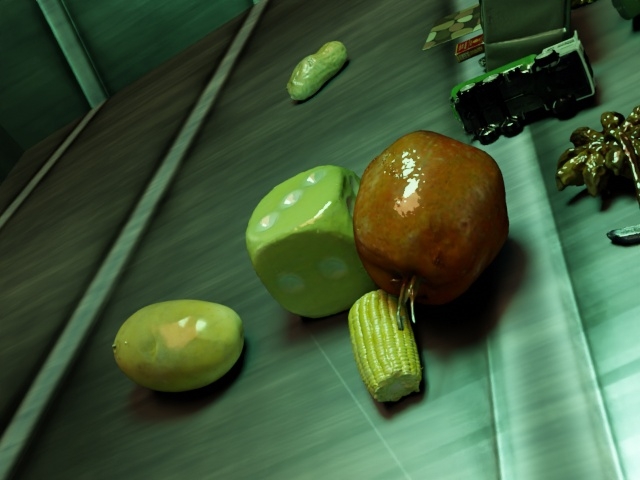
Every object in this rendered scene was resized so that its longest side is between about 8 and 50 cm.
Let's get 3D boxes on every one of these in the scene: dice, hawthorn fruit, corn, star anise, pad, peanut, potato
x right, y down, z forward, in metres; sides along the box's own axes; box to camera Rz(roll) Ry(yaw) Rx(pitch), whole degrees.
[{"bbox_3d":[0.000,0.000,0.982,0.169,0.169,0.166,-22,33,22],"label":"dice"},{"bbox_3d":[0.132,-0.009,0.828,0.211,0.211,0.299,-9,40,37],"label":"hawthorn fruit"},{"bbox_3d":[0.083,0.131,0.824,0.085,0.063,0.165,-9,34,-3],"label":"corn"},{"bbox_3d":[0.408,-0.110,0.831,0.177,0.073,0.234,-41,33,-2],"label":"star anise"},{"bbox_3d":[0.367,-0.537,1.544,0.234,0.003,0.158,-11,38,35],"label":"pad"},{"bbox_3d":[-0.006,-0.464,1.736,0.214,0.100,0.099,-39,30,-17],"label":"peanut"},{"bbox_3d":[-0.230,0.167,1.023,0.233,0.146,0.151,-12,67,33],"label":"potato"}]

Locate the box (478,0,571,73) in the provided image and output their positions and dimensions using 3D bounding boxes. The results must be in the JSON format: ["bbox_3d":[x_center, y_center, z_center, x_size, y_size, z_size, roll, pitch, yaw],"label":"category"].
[{"bbox_3d":[0.373,-0.426,1.183,0.153,0.188,0.252,-5,41,16],"label":"box"}]

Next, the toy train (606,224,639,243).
[{"bbox_3d":[0.387,-0.010,0.763,0.083,0.017,0.017,-14,43,32],"label":"toy train"}]

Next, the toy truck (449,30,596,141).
[{"bbox_3d":[0.336,-0.257,1.088,0.242,0.101,0.125,-16,23,33],"label":"toy truck"}]

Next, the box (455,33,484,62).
[{"bbox_3d":[0.337,-0.424,1.394,0.082,0.023,0.052,-17,35,29],"label":"box"}]

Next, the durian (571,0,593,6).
[{"bbox_3d":[0.546,-0.600,1.323,0.193,0.138,0.237,-3,42,43],"label":"durian"}]

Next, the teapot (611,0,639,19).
[{"bbox_3d":[0.644,-0.497,1.051,0.336,0.201,0.270,-6,15,43],"label":"teapot"}]

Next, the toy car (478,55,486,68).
[{"bbox_3d":[0.354,-0.351,1.270,0.041,0.025,0.093,-33,38,-4],"label":"toy car"}]
